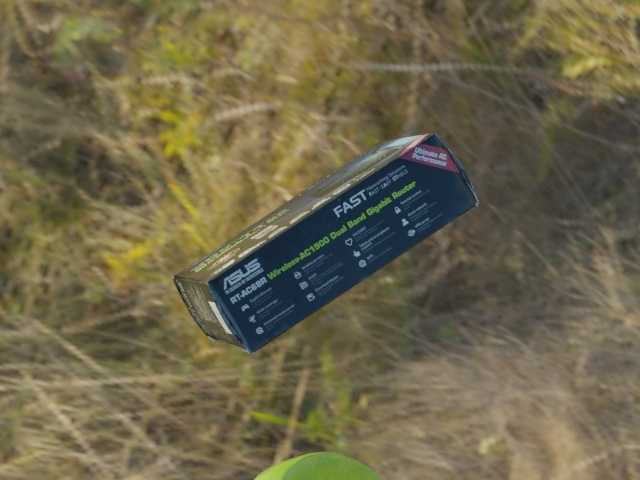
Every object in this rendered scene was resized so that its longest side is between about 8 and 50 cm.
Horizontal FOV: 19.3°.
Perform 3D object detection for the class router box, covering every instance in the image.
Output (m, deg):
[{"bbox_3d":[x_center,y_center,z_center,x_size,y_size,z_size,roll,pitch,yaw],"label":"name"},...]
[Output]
[{"bbox_3d":[0.000,0.000,0.826,0.122,0.092,0.038,-33,97,-11],"label":"router box"}]

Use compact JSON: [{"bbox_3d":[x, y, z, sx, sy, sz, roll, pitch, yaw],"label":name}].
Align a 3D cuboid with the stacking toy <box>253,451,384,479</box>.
[{"bbox_3d":[0.083,0.247,1.010,0.130,0.279,0.309,-32,29,38],"label":"stacking toy"}]
